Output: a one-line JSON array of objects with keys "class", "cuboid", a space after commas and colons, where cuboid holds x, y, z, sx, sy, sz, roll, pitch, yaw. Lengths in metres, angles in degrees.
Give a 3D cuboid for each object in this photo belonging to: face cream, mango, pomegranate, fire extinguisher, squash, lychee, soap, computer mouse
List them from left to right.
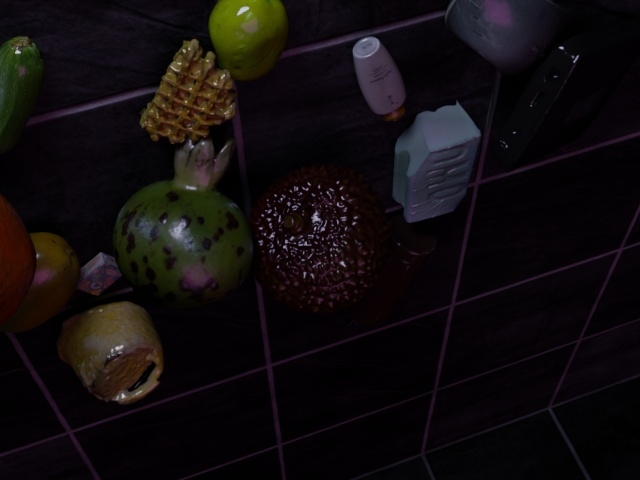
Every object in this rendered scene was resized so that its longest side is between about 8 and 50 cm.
[{"class": "squash", "cuboid": [-0.441, -0.194, 1.242, 0.077, 0.068, 0.219, -9, 146, -49]}, {"class": "mango", "cuboid": [-0.507, 0.084, 1.543, 0.156, 0.114, 0.251, -8, 143, -36]}, {"class": "pomegranate", "cuboid": [-0.206, -0.026, 1.473, 0.242, 0.242, 0.306, 13, 126, -43]}, {"class": "mango", "cuboid": [-0.103, -0.303, 1.295, 0.117, 0.089, 0.163, -27, 159, -7]}, {"class": "lychee", "cuboid": [0.000, 0.000, 1.605, 0.276, 0.275, 0.304, -30, 161, 9]}, {"class": "face cream", "cuboid": [0.101, -0.269, 1.491, 0.072, 0.051, 0.182, -30, 147, 2]}, {"class": "fire extinguisher", "cuboid": [0.141, 0.092, 1.962, 0.135, 0.114, 0.337, -15, 148, -38]}, {"class": "soap", "cuboid": [0.221, -0.147, 1.702, 0.145, 0.091, 0.230, -18, 147, -10]}, {"class": "computer mouse", "cuboid": [0.354, -0.350, 1.511, 0.167, 0.090, 0.379, -42, 144, 27]}]

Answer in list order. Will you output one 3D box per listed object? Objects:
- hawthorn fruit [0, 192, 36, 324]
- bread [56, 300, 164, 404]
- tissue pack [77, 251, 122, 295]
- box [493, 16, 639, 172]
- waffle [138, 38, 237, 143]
[{"class": "hawthorn fruit", "cuboid": [-0.560, 0.030, 1.308, 0.287, 0.287, 0.330, -24, 157, 0]}, {"class": "bread", "cuboid": [-0.410, 0.217, 1.742, 0.197, 0.170, 0.197, -20, 136, -20]}, {"class": "tissue pack", "cuboid": [-0.411, 0.062, 1.645, 0.083, 0.035, 0.063, -37, 144, 16]}, {"class": "box", "cuboid": [0.467, -0.273, 1.643, 0.289, 0.073, 0.290, -25, 152, -36]}, {"class": "waffle", "cuboid": [-0.211, -0.215, 1.334, 0.192, 0.046, 0.160, -16, 139, 26]}]
